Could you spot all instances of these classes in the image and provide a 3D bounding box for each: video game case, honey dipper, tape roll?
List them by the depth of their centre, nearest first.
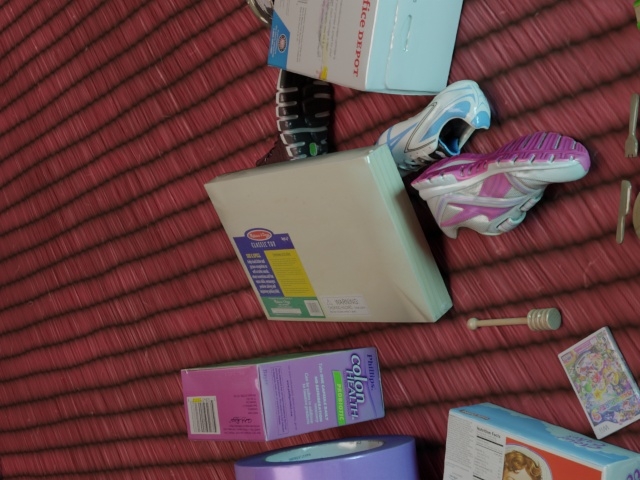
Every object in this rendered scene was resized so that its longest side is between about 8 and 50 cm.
[{"bbox_3d":[0.364,0.184,1.368,0.087,0.011,0.122,-42,62,43],"label":"video game case"},{"bbox_3d":[0.262,0.114,1.471,0.160,0.030,0.030,-12,84,52],"label":"honey dipper"},{"bbox_3d":[0.012,0.358,1.597,0.274,0.274,0.090,-13,84,50],"label":"tape roll"}]

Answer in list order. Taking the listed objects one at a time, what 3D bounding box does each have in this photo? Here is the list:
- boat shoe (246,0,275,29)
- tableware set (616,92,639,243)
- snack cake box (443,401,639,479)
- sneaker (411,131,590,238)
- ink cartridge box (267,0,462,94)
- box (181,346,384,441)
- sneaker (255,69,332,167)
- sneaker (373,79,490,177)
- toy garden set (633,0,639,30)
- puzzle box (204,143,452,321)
[{"bbox_3d":[-0.061,-0.516,1.723,0.130,0.132,0.355,-10,87,50],"label":"boat shoe"},{"bbox_3d":[0.419,-0.085,1.261,0.128,0.039,0.194,9,94,61],"label":"tableware set"},{"bbox_3d":[0.288,0.324,1.411,0.264,0.089,0.152,13,101,48],"label":"snack cake box"},{"bbox_3d":[0.250,-0.068,1.424,0.252,0.103,0.111,-11,109,41],"label":"sneaker"},{"bbox_3d":[0.063,-0.318,1.560,0.232,0.168,0.171,25,113,46],"label":"ink cartridge box"},{"bbox_3d":[-0.061,0.245,1.699,0.213,0.243,0.117,-12,84,49],"label":"box"},{"bbox_3d":[-0.062,-0.172,1.775,0.162,0.106,0.281,-2,92,53],"label":"sneaker"},{"bbox_3d":[0.152,-0.139,1.535,0.237,0.085,0.086,-39,54,45],"label":"sneaker"},{"bbox_3d":[0.434,-0.323,1.198,0.203,0.049,0.244,-19,74,48],"label":"toy garden set"},{"bbox_3d":[0.000,0.000,1.672,0.409,0.052,0.272,-4,116,50],"label":"puzzle box"}]
